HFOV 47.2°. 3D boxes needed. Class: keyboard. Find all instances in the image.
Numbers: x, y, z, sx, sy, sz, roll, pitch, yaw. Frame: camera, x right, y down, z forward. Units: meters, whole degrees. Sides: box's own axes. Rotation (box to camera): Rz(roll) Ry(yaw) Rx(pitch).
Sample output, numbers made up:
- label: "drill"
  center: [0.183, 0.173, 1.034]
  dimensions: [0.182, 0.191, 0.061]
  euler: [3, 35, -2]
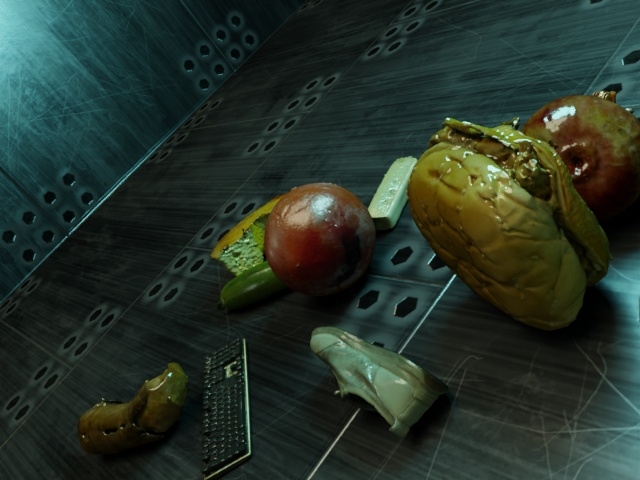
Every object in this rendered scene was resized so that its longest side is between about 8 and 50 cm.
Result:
- label: "keyboard"
  center: [-0.172, 0.289, 1.305]
  dimensions: [0.106, 0.027, 0.317]
  euler: [-34, 28, 10]

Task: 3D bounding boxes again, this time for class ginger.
- label: "ginger"
  center: [-0.367, 0.336, 1.393]
  dimensions: [0.309, 0.107, 0.133]
  euler: [-29, 42, 28]

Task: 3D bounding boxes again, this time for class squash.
- label: "squash"
  center: [-0.101, 0.073, 1.500]
  dimensions: [0.318, 0.071, 0.080]
  euler: [-29, 26, 19]

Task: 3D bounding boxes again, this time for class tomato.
- label: "tomato"
  center: [0.000, 0.000, 1.342]
  dimensions: [0.208, 0.208, 0.184]
  euler: [-34, 36, 9]

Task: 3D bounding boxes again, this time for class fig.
- label: "fig"
  center: [0.382, -0.116, 1.084]
  dimensions: [0.205, 0.205, 0.205]
  euler: [-30, 28, 18]

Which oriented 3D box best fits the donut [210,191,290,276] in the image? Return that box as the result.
- label: "donut"
  center: [-0.133, -0.019, 1.637]
  dimensions: [0.259, 0.101, 0.152]
  euler: [-42, 18, -15]

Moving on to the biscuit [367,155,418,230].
- label: "biscuit"
  center: [0.151, -0.096, 1.473]
  dimensions: [0.056, 0.052, 0.188]
  euler: [4, 48, 32]

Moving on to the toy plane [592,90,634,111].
- label: "toy plane"
  center: [0.435, -0.195, 1.238]
  dimensions: [0.188, 0.062, 0.135]
  euler: [-31, 24, -20]

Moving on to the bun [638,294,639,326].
- label: "bun"
  center: [0.437, 0.081, 0.777]
  dimensions: [0.183, 0.102, 0.183]
  euler: [-8, 70, 24]

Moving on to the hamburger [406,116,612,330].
- label: "hamburger"
  center: [0.239, -0.028, 0.993]
  dimensions: [0.158, 0.319, 0.318]
  euler: [-40, 26, -9]

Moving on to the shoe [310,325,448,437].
- label: "shoe"
  center: [0.064, 0.197, 1.073]
  dimensions: [0.098, 0.103, 0.275]
  euler: [-57, 29, -10]
